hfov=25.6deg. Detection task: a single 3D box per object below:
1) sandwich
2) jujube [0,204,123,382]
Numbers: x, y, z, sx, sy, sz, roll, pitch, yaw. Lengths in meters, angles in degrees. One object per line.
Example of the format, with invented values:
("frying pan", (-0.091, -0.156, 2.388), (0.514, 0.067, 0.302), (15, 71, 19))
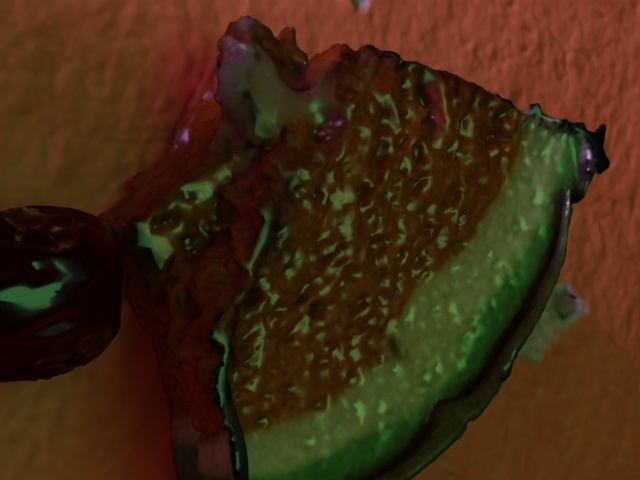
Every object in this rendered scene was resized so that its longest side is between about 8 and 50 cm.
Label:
("sandwich", (0.002, 0.014, 0.691), (0.212, 0.109, 0.292), (36, 62, -21))
("jujube", (-0.145, 0.025, 0.598), (0.129, 0.077, 0.077), (-5, 87, -32))
